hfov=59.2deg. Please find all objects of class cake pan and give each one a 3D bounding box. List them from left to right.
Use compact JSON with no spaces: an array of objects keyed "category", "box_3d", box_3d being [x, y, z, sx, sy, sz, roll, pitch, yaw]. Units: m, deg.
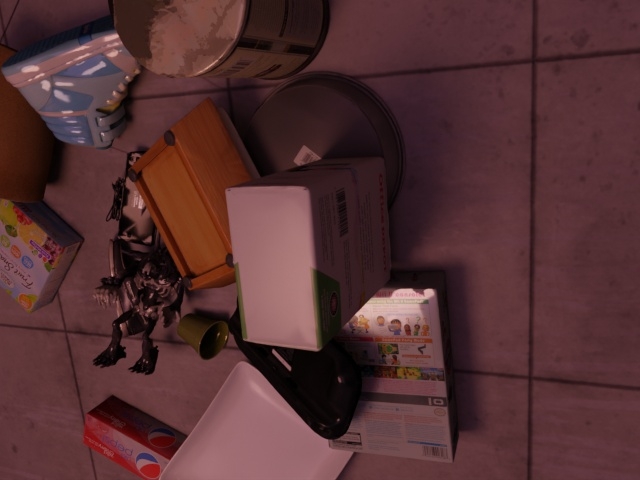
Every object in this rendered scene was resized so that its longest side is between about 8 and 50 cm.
[{"category":"cake pan","box_3d":[-0.008,-0.128,0.936,0.294,0.054,0.293,6,107,20]}]

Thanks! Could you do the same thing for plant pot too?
[{"category":"plant pot","box_3d":[-0.609,-0.236,1.071,0.237,0.237,0.254,25,97,14]},{"category":"plant pot","box_3d":[-0.237,0.181,1.110,0.079,0.083,0.083,22,113,29]}]

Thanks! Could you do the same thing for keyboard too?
[{"category":"keyboard","box_3d":[-0.362,-0.087,1.110,0.100,0.038,0.191,13,110,-6]}]

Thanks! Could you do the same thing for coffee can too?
[{"category":"coffee can","box_3d":[-0.128,-0.333,0.802,0.202,0.275,0.201,6,106,20]}]

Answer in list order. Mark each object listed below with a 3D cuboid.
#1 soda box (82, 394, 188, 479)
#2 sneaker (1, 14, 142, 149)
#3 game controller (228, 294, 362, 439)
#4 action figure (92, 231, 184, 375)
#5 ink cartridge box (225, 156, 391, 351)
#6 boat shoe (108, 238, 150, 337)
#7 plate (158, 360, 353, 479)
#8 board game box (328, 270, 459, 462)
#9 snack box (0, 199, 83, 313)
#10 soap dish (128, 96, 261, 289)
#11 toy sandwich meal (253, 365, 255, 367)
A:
[{"category":"soda box","box_3d":[-0.389,0.449,1.239,0.264,0.083,0.092,22,112,14]},{"category":"sneaker","box_3d":[-0.368,-0.281,1.015,0.319,0.127,0.208,-17,128,5]},{"category":"game controller","box_3d":[-0.052,0.191,0.974,0.319,0.067,0.166,38,117,36]},{"category":"action figure","box_3d":[-0.334,0.120,1.074,0.164,0.141,0.275,17,97,-2]},{"category":"ink cartridge box","box_3d":[0.000,0.000,0.786,0.117,0.278,0.201,2,106,25]},{"category":"boat shoe","box_3d":[-0.395,0.095,1.165,0.065,0.075,0.205,-10,98,-20]},{"category":"plate","box_3d":[-0.116,0.416,1.071,0.278,0.045,0.277,34,83,5]},{"category":"board game box","box_3d":[0.110,0.209,0.962,0.224,0.097,0.303,-2,105,23]},{"category":"snack box","box_3d":[-0.633,0.026,1.223,0.174,0.070,0.207,40,117,7]},{"category":"soap dish","box_3d":[-0.196,-0.060,0.959,0.229,0.118,0.290,-22,95,48]},{"category":"toy sandwich meal","box_3d":[-0.094,0.238,1.091,0.086,0.029,0.085,13,119,26]}]
